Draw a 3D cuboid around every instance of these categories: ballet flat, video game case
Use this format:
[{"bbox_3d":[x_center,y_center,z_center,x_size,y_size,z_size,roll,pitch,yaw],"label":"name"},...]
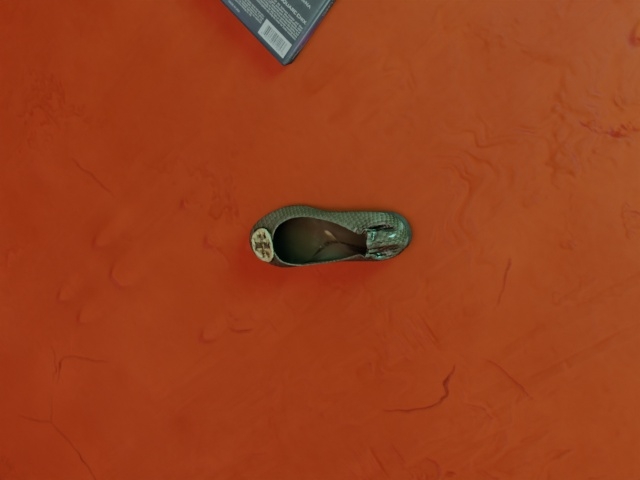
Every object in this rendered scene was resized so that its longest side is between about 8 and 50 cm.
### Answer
[{"bbox_3d":[0.000,0.000,1.289,0.249,0.058,0.084,0,111,35],"label":"ballet flat"},{"bbox_3d":[-0.037,-0.367,1.164,0.196,0.026,0.274,47,129,8],"label":"video game case"}]
